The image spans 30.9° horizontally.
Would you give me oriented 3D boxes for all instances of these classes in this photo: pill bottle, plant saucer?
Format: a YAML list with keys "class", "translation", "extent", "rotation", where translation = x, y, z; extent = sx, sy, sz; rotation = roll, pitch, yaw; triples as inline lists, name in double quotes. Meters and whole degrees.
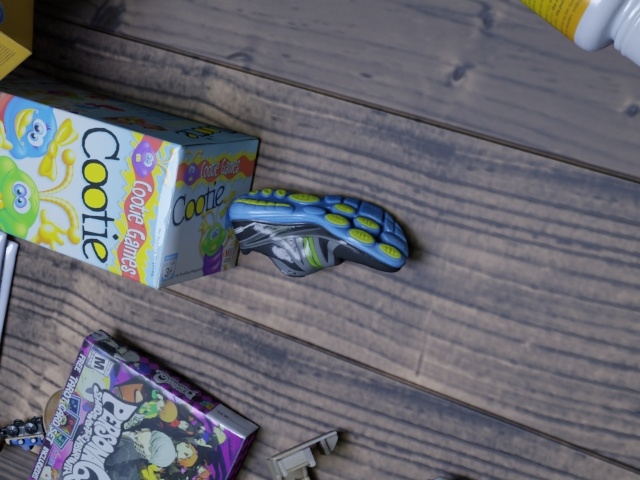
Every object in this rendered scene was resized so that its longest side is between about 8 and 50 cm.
- class: "pill bottle"
  translation: [0.208, -0.236, 0.945]
  extent: [0.215, 0.117, 0.117]
  rotation: [43, 113, 16]
- class: "plant saucer"
  translation: [-0.273, 0.203, 1.303]
  extent: [0.083, 0.015, 0.083]
  rotation: [3, 100, 20]

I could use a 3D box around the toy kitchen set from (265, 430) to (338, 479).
- class: "toy kitchen set"
  translation: [-0.004, 0.236, 1.148]
  extent: [0.068, 0.083, 0.075]
  rotation: [-22, 85, -14]

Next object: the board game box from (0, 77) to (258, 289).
- class: "board game box"
  translation: [-0.225, -0.066, 1.174]
  extent: [0.275, 0.144, 0.142]
  rotation: [18, 105, 25]

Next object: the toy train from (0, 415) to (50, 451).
- class: "toy train"
  translation: [-0.384, 0.231, 1.335]
  extent: [0.158, 0.027, 0.036]
  rotation: [-10, 104, 9]

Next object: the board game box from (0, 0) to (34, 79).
- class: "board game box"
  translation: [-0.391, -0.250, 1.186]
  extent: [0.242, 0.064, 0.316]
  rotation: [-32, 47, 27]

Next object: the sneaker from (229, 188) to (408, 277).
- class: "sneaker"
  translation: [0.000, 0.000, 1.122]
  extent: [0.188, 0.067, 0.078]
  rotation: [11, 123, 24]

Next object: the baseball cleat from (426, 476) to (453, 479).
- class: "baseball cleat"
  translation: [0.101, 0.327, 1.102]
  extent: [0.109, 0.072, 0.206]
  rotation: [30, 113, 14]

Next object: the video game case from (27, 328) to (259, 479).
- class: "video game case"
  translation: [-0.201, 0.246, 1.251]
  extent: [0.210, 0.042, 0.232]
  rotation: [30, 109, 13]

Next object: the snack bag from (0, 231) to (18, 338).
- class: "snack bag"
  translation: [-0.528, 0.097, 1.413]
  extent: [0.342, 0.037, 0.323]
  rotation: [18, 104, 24]
